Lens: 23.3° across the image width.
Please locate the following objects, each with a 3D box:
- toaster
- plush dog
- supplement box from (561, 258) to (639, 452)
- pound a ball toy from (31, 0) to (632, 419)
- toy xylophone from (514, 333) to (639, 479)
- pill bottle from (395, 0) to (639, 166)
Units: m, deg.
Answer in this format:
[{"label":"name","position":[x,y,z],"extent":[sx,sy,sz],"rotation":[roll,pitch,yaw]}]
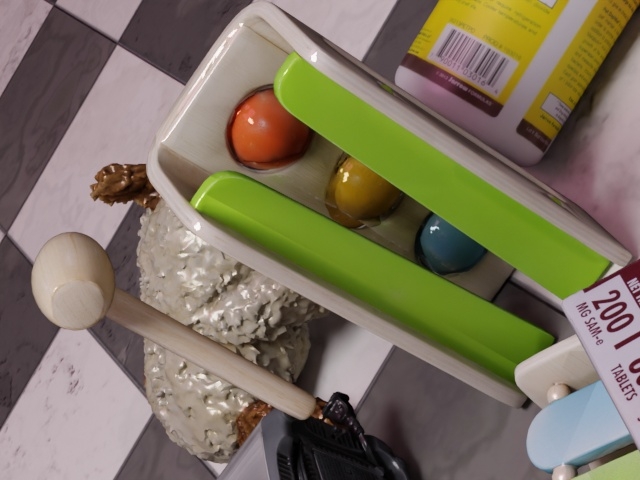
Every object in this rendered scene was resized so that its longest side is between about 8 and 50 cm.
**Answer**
[{"label":"toaster","position":[-0.013,0.211,0.972],"extent":[0.146,0.129,0.227],"rotation":[-50,35,21]},{"label":"plush dog","position":[-0.070,0.055,1.148],"extent":[0.262,0.210,0.225],"rotation":[19,108,60]},{"label":"supplement box","position":[0.248,0.032,0.713],"extent":[0.239,0.073,0.130],"rotation":[-29,42,7]},{"label":"pound a ball toy","position":[0.000,0.000,0.936],"extent":[0.208,0.319,0.136],"rotation":[-55,32,10]},{"label":"toy xylophone","position":[0.149,0.201,0.793],"extent":[0.236,0.081,0.323],"rotation":[-39,37,32]},{"label":"pill bottle","position":[0.150,-0.166,1.046],"extent":[0.215,0.117,0.117],"rotation":[-58,32,4]}]
